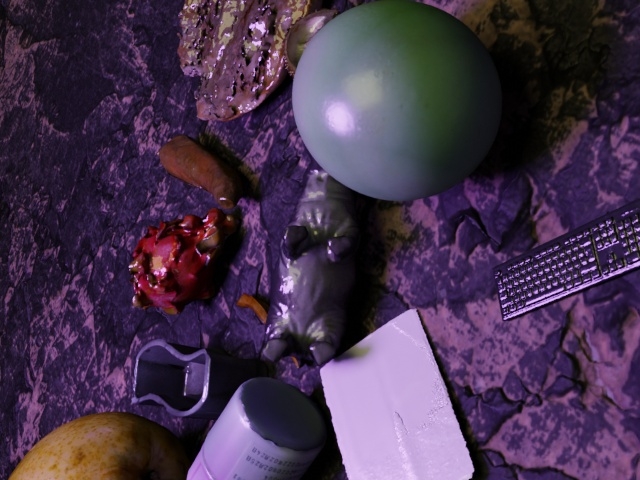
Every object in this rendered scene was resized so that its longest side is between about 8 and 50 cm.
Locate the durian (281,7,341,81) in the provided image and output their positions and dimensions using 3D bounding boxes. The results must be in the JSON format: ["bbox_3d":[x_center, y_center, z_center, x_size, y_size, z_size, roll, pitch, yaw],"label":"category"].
[{"bbox_3d":[0.003,-0.248,1.369,0.111,0.071,0.140,9,68,18],"label":"durian"}]

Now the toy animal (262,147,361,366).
[{"bbox_3d":[0.001,-0.008,1.247,0.168,0.106,0.343,97,-178,-79],"label":"toy animal"}]

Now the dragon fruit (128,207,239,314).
[{"bbox_3d":[-0.213,0.025,1.542,0.208,0.133,0.150,-39,83,5],"label":"dragon fruit"}]

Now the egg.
[{"bbox_3d":[0.081,-0.158,1.106,0.220,0.221,0.269,-68,27,13],"label":"egg"}]

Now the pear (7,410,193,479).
[{"bbox_3d":[-0.309,0.384,1.409,0.304,0.304,0.303,-22,62,49],"label":"pear"}]

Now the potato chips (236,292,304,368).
[{"bbox_3d":[-0.068,0.120,1.392,0.204,0.026,0.037,37,113,52],"label":"potato chips"}]

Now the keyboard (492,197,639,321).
[{"bbox_3d":[0.252,0.021,0.992,0.202,0.011,0.067,-31,56,46],"label":"keyboard"}]

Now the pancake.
[{"bbox_3d":[-0.124,-0.368,1.588,0.382,0.071,0.382,-21,64,50],"label":"pancake"}]

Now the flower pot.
[{"bbox_3d":[-0.178,0.205,1.445,0.229,0.108,0.103,0,79,53],"label":"flower pot"}]

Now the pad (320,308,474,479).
[{"bbox_3d":[0.080,0.203,1.128,0.156,0.004,0.232,-36,47,21],"label":"pad"}]

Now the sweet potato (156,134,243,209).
[{"bbox_3d":[-0.185,-0.110,1.593,0.273,0.075,0.075,34,107,51],"label":"sweet potato"}]

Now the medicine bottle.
[{"bbox_3d":[-0.084,0.275,1.269,0.168,0.135,0.135,-57,40,25],"label":"medicine bottle"}]
